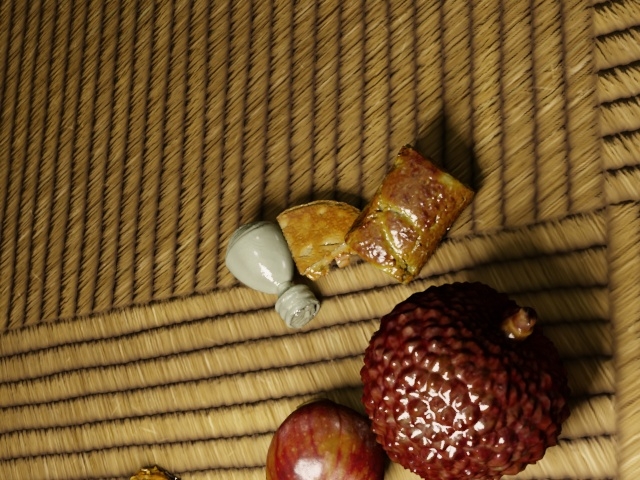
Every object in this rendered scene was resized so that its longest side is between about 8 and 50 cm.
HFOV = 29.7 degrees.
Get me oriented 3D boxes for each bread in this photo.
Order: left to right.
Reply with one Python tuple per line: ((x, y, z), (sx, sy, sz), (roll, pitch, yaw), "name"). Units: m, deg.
((0.123, -0.038, 1.728), (0.132, 0.103, 0.172), (37, 98, 12), "bread")

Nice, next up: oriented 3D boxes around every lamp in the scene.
((-0.074, 0.052, 1.875), (0.106, 0.106, 0.193), (-47, 61, 18), "lamp")

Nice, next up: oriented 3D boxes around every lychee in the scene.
((0.184, 0.174, 1.509), (0.300, 0.264, 0.264), (-50, 47, 40), "lychee")

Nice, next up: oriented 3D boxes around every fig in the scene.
((0.006, 0.284, 1.691), (0.175, 0.175, 0.207), (-24, 42, 32), "fig")

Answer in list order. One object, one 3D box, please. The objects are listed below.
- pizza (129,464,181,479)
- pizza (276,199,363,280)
((-0.327, 0.455, 1.946), (0.305, 0.086, 0.161), (-29, 57, 28), "pizza")
((0.000, 0.000, 1.846), (0.175, 0.046, 0.134), (18, 72, 38), "pizza")
